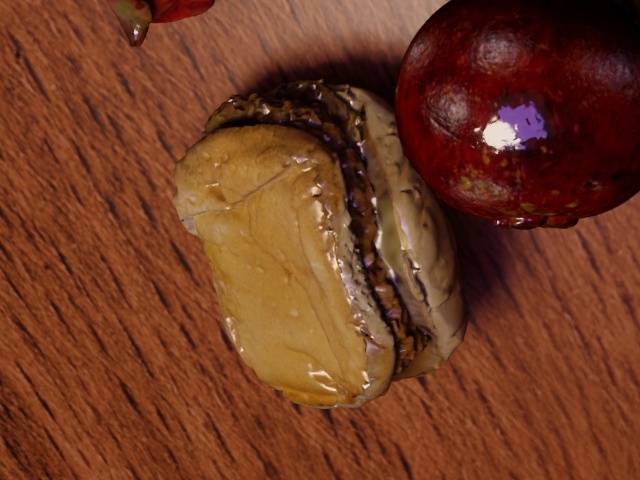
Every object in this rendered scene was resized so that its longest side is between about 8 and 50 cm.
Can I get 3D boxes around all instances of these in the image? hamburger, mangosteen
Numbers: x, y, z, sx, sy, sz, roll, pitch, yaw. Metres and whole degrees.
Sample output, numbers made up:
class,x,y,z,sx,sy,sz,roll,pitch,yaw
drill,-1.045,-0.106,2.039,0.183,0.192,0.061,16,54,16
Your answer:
class,x,y,z,sx,sy,sz,roll,pitch,yaw
hamburger,0.001,0.001,1.182,0.259,0.145,0.283,8,125,50
mangosteen,0.165,-0.137,1.051,0.215,0.215,0.257,0,86,19

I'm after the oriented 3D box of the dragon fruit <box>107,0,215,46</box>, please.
class,x,y,z,sx,sy,sz,roll,pitch,yaw
dragon fruit,-0.113,-0.299,1.032,0.286,0.228,0.329,1,115,17
